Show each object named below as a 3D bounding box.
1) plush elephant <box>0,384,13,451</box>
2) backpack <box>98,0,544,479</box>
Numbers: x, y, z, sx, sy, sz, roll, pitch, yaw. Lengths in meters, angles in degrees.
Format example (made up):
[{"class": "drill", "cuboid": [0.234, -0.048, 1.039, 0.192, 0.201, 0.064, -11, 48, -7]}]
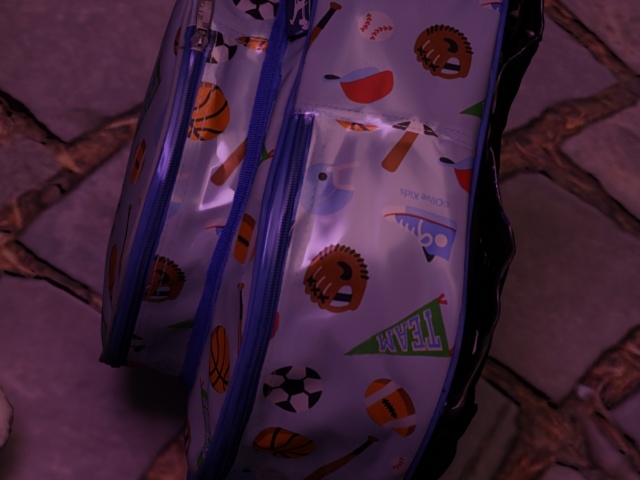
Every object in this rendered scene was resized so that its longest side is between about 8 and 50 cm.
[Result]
[{"class": "plush elephant", "cuboid": [-0.270, 0.047, 0.798, 0.255, 0.330, 0.272, 45, 56, -5]}, {"class": "backpack", "cuboid": [0.000, 0.000, 0.895, 0.213, 0.276, 0.263, 4, 58, -4]}]
